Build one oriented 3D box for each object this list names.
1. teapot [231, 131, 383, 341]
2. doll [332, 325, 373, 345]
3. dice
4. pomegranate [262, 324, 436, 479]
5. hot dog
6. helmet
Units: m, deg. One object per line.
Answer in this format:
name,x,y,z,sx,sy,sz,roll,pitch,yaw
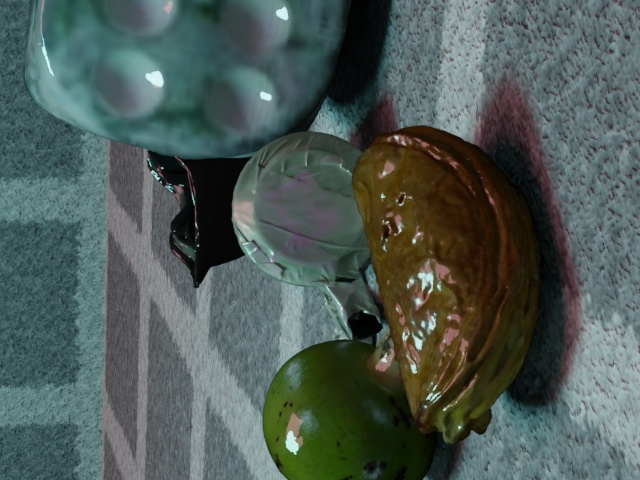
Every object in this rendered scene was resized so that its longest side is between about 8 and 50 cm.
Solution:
teapot,0.008,-0.012,1.631,0.163,0.221,0.178,-51,1,-4
doll,0.034,0.123,1.680,0.085,0.040,0.058,177,103,-68
dice,-0.150,-0.297,1.673,0.348,0.330,0.328,-113,33,-62
pomegranate,0.036,0.161,1.482,0.210,0.179,0.179,-71,18,-1
hot dog,0.112,0.037,1.288,0.196,0.122,0.272,111,148,-55
helmet,-0.119,-0.091,1.925,0.225,0.177,0.305,105,149,-58
